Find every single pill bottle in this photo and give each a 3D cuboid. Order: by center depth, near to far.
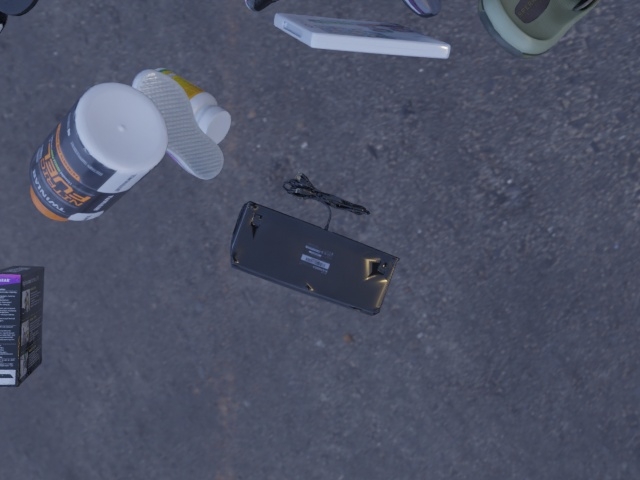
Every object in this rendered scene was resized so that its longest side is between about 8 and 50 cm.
[{"bbox_3d":[-0.317,-0.106,1.242,0.245,0.130,0.130,-30,88,50],"label":"pill bottle"},{"bbox_3d":[-0.308,-0.299,2.059,0.208,0.117,0.118,32,124,22],"label":"pill bottle"}]

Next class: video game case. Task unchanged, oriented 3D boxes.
[{"bbox_3d":[0.043,-0.226,0.997,0.143,0.157,0.019,-131,45,-61],"label":"video game case"}]

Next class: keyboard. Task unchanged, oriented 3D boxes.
[{"bbox_3d":[0.000,0.000,1.639,0.033,0.317,0.202,16,85,68],"label":"keyboard"}]

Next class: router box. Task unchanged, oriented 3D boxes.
[{"bbox_3d":[-0.380,0.102,1.129,0.179,0.046,0.133,-174,86,-81],"label":"router box"}]

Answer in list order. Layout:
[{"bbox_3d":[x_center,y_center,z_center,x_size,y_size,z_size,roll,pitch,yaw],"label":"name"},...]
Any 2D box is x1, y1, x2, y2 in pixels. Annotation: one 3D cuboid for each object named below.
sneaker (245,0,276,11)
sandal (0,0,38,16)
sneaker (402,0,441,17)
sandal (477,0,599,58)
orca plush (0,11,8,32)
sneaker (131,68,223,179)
[{"bbox_3d":[-0.033,-0.296,1.032,0.119,0.047,0.057,-36,70,14],"label":"sneaker"},{"bbox_3d":[-0.330,-0.280,0.835,0.179,0.040,0.067,43,98,9],"label":"sandal"},{"bbox_3d":[0.159,-0.469,1.468,0.098,0.083,0.224,-6,124,44],"label":"sneaker"},{"bbox_3d":[0.275,-0.306,0.990,0.120,0.303,0.086,37,144,-2],"label":"sandal"},{"bbox_3d":[-0.563,-0.332,1.289,0.102,0.287,0.151,-24,75,42],"label":"orca plush"},{"bbox_3d":[-0.312,-0.237,1.767,0.161,0.102,0.282,36,163,38],"label":"sneaker"}]
